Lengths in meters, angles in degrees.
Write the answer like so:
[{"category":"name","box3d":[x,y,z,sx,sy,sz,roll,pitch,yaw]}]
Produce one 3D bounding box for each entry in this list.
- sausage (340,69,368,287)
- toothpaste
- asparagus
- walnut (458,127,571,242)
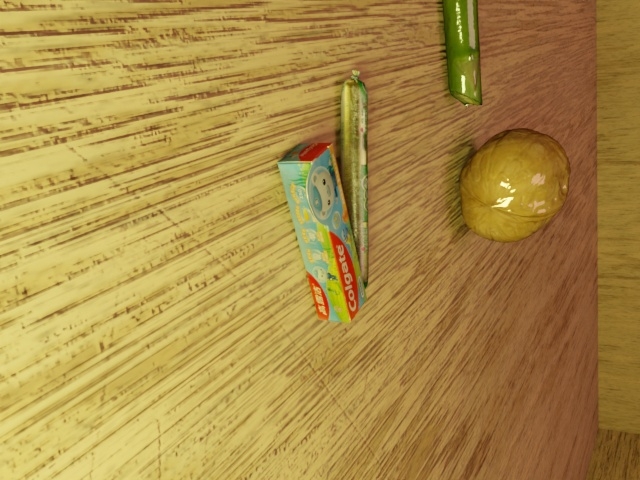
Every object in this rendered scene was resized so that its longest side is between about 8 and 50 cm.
[{"category":"sausage","box3d":[0.040,-0.062,0.817,0.033,0.033,0.269,-11,101,-61]},{"category":"toothpaste","box3d":[0.000,0.000,0.737,0.070,0.044,0.193,-48,132,-48]},{"category":"asparagus","box3d":[0.223,-0.348,1.113,0.067,0.060,0.277,-62,147,-72]},{"category":"walnut","box3d":[0.333,-0.096,1.206,0.226,0.193,0.193,-33,121,-57]}]
